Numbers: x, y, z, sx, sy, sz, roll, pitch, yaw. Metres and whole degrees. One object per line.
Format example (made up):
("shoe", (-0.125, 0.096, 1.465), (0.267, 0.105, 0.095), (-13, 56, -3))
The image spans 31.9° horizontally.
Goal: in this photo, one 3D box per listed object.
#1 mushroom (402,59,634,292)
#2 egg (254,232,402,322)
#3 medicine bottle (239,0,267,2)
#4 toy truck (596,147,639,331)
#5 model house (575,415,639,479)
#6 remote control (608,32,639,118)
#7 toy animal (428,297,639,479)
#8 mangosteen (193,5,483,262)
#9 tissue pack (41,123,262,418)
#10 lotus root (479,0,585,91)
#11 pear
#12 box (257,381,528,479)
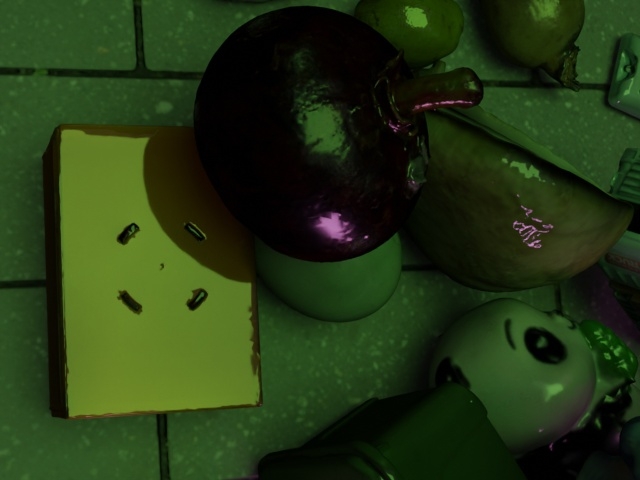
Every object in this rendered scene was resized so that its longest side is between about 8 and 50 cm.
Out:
("mushroom", (0.141, -0.060, 1.183), (0.217, 0.212, 0.292), (1, 43, -51))
("egg", (0.000, 0.000, 1.180), (0.192, 0.149, 0.149), (45, 69, -4))
("medicine bottle", (-0.067, -0.400, 1.212), (0.152, 0.152, 0.254), (-10, 85, -22))
("toy truck", (0.414, 0.032, 1.284), (0.162, 0.136, 0.305), (-58, 137, -11))
("model house", (0.394, 0.375, 0.977), (0.400, 0.395, 0.445), (22, 72, 28))
("remote control", (0.510, -0.176, 1.461), (0.293, 0.051, 0.103), (19, 76, -17))
("toy animal", (0.251, 0.177, 1.225), (0.212, 0.212, 0.266), (-42, 105, -21))
("mangosteen", (0.022, -0.105, 0.999), (0.235, 0.261, 0.235), (29, 52, -47))
("tissue pack", (-0.175, 0.034, 1.111), (0.194, 0.145, 0.274), (0, 81, -23))
("lotus root", (0.258, -0.277, 1.344), (0.125, 0.118, 0.220), (-23, 88, -6))
("pear", (0.097, -0.247, 1.279), (0.131, 0.107, 0.107), (7, 79, -6))
("box", (0.115, 0.307, 1.135), (0.178, 0.253, 0.328), (-38, 98, -31))
